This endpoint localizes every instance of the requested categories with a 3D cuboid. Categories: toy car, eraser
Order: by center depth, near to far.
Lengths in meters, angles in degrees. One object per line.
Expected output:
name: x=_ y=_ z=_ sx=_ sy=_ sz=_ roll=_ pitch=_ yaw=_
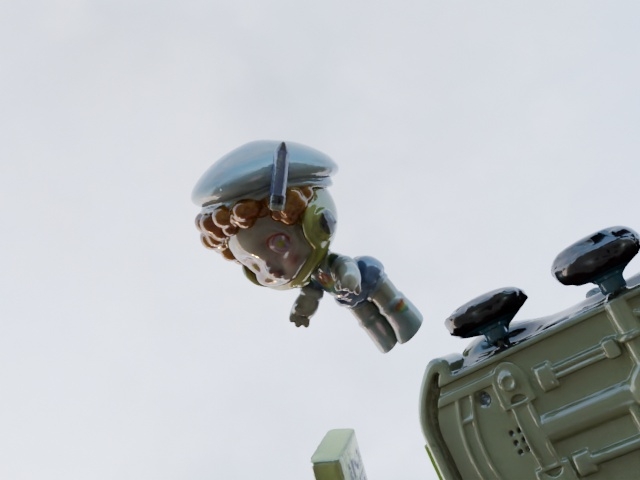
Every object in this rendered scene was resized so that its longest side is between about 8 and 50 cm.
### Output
toy car: x=0.215 y=0.108 z=0.564 sx=0.248 sy=0.198 sz=0.204 roll=-32 pitch=-106 yaw=26
eraser: x=0.043 y=0.421 z=1.342 sx=0.058 sy=0.117 sz=0.172 roll=-11 pitch=-78 yaw=19

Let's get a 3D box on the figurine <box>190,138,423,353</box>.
figurine: x=-0.016 y=0.013 z=1.174 sx=0.225 sy=0.205 sz=0.381 roll=-17 pitch=-60 yaw=43
